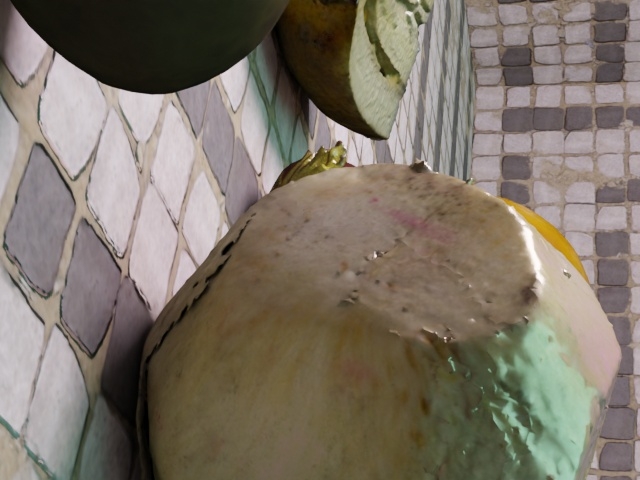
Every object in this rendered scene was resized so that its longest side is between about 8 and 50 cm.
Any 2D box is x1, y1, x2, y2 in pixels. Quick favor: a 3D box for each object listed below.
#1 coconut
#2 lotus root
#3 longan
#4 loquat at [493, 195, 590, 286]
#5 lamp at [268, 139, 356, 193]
[{"bbox_3d":[0.040,0.134,0.851,0.352,0.353,0.352,0,90,-77],"label":"coconut"},{"bbox_3d":[0.025,-0.257,1.227,0.260,0.149,0.267,7,101,-73],"label":"lotus root"},{"bbox_3d":[-0.089,-0.185,0.614,0.198,0.198,0.212,10,95,-77],"label":"longan"},{"bbox_3d":[0.180,0.098,1.479,0.328,0.329,0.328,0,90,-77],"label":"loquat"},{"bbox_3d":[-0.003,0.001,1.118,0.135,0.156,0.157,-27,84,-35],"label":"lamp"}]
